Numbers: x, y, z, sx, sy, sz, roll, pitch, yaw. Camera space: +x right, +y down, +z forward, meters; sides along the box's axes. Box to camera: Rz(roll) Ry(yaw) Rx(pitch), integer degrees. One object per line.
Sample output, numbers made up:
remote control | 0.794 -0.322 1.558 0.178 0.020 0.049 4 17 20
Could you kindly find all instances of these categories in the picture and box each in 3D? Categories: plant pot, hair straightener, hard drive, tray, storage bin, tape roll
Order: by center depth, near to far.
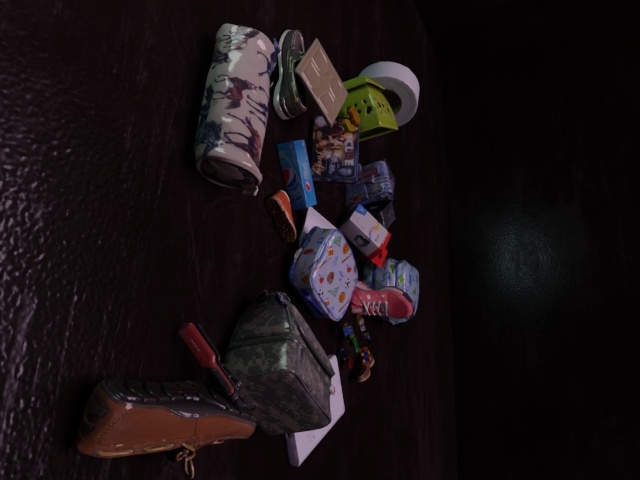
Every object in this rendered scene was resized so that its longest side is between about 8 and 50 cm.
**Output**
hair straightener | -0.211 0.271 0.972 0.047 0.230 0.089 -45 165 -4
hard drive | -0.019 0.520 1.428 0.318 0.040 0.210 -18 101 -62
tray | 0.000 0.000 1.562 0.270 0.030 0.145 37 60 -54
plant pot | 0.149 -0.505 1.758 0.228 0.227 0.207 -17 94 -62
storage bin | 0.241 -0.107 1.956 0.180 0.122 0.084 -41 121 -58
tape roll | 0.283 -0.624 1.965 0.286 0.286 0.100 52 41 -45

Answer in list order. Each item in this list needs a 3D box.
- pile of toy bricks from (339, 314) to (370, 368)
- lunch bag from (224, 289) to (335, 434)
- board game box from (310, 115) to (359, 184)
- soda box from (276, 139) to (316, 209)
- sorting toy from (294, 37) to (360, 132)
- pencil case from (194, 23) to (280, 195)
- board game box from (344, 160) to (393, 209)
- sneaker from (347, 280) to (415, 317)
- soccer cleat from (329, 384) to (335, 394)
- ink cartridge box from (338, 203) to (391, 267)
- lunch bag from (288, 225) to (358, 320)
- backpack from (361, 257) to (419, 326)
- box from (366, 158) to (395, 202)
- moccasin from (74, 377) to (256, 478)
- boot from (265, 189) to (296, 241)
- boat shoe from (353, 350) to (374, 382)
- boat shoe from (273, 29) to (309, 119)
pile of toy bricks | 0.115 0.357 1.664 0.105 0.118 0.212 -127 -158 -63
lunch bag | -0.097 0.309 1.161 0.256 0.212 0.305 -89 158 -50
board game box | 0.051 -0.320 1.591 0.042 0.165 0.243 93 1 -72
soda box | -0.074 -0.207 1.433 0.071 0.067 0.210 -31 112 -60
sorting toy | 0.027 -0.469 1.470 0.307 0.041 0.229 53 40 -34
pencil case | -0.199 -0.322 1.118 0.183 0.160 0.410 23 63 -43
board game box | 0.177 -0.249 1.836 0.060 0.194 0.194 29 45 -59
sneaker | 0.170 0.227 1.579 0.136 0.313 0.116 -36 128 -47
soccer cleat | 0.023 0.464 1.444 0.035 0.029 0.083 -40 117 -47
ink cartridge box | 0.192 -0.019 1.783 0.231 0.078 0.134 43 38 -7
lunch bag | 0.012 0.112 1.461 0.243 0.115 0.303 -63 143 -27
backpack | 0.300 0.200 1.918 0.355 0.273 0.290 28 66 -43
box | 0.272 -0.261 2.076 0.158 0.093 0.156 52 42 -48
moccasin | -0.273 0.361 0.872 0.380 0.139 0.147 30 85 -56
boot | -0.104 -0.074 1.365 0.085 0.059 0.158 -60 135 -55
boat shoe | 0.164 0.489 1.766 0.178 0.064 0.060 -41 116 -65
boat shoe | -0.078 -0.544 1.456 0.116 0.096 0.324 34 56 -55
